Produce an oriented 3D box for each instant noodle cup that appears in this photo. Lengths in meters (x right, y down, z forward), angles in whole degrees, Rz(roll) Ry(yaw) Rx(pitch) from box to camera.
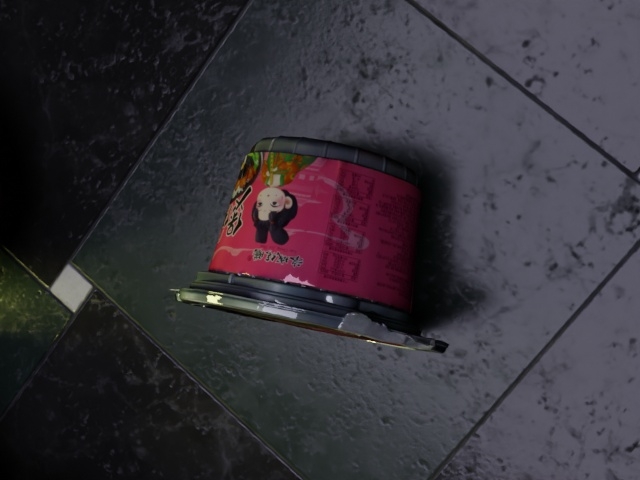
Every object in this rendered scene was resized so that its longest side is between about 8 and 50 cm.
[{"bbox_3d":[0.000,0.000,1.056,0.302,0.258,0.181,10,83,16],"label":"instant noodle cup"}]

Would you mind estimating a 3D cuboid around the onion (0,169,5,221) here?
[{"bbox_3d":[-0.538,-0.067,1.137,0.348,0.385,0.348,0,86,1],"label":"onion"}]
